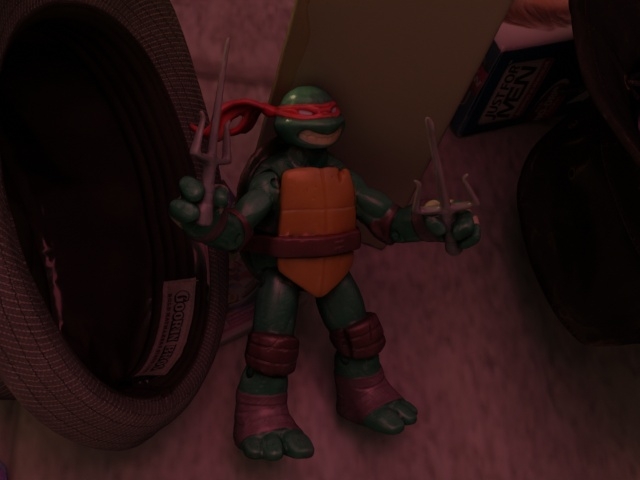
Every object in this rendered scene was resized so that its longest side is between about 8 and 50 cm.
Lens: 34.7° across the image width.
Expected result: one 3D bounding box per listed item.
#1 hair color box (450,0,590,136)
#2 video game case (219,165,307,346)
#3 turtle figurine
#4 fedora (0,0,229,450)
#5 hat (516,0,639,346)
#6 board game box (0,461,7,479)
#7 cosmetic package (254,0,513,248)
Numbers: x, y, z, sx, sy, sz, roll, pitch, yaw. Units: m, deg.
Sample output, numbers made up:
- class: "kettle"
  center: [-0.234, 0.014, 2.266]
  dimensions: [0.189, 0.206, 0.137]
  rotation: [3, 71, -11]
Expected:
- class: "hair color box"
  center: [0.240, -0.211, 0.831]
  dimensions: [0.347, 0.105, 0.173]
  rotation: [-14, 64, -20]
- class: "video game case"
  center: [-0.076, 0.009, 0.676]
  dimensions: [0.087, 0.011, 0.122]
  rotation: [-25, 68, -25]
- class: "turtle figurine"
  center: [0.000, 0.000, 0.584]
  dimensions: [0.175, 0.118, 0.234]
  rotation: [-4, 104, -12]
- class: "fedora"
  center: [-0.155, -0.021, 0.564]
  dimensions: [0.244, 0.124, 0.275]
  rotation: [-32, 111, -66]
- class: "hat"
  center: [0.209, -0.016, 0.668]
  dimensions: [0.331, 0.134, 0.331]
  rotation: [33, 42, -35]
- class: "board game box"
  center: [-0.254, 0.131, 0.546]
  dimensions: [0.169, 0.033, 0.133]
  rotation: [39, 59, 10]
- class: "cosmetic package"
  center: [0.047, -0.148, 0.625]
  dimensions: [0.113, 0.309, 0.160]
  rotation: [20, 56, -2]
